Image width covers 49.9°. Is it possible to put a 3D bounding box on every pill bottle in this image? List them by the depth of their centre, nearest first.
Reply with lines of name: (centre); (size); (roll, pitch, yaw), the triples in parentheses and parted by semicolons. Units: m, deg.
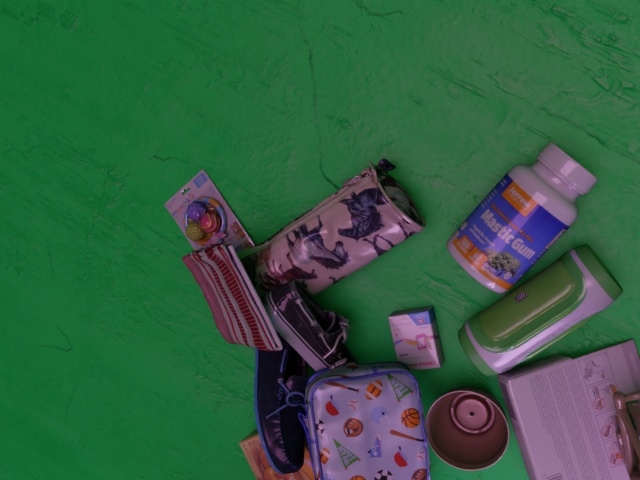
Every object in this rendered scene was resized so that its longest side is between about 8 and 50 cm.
pill bottle: (0.377, -0.046, 1.280); (0.152, 0.152, 0.272); (42, 109, 10)

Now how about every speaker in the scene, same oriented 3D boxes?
speaker: (0.411, 0.136, 1.306); (0.297, 0.131, 0.131); (-39, 84, 20)

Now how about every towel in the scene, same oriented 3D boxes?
towel: (-0.192, 0.122, 1.436); (0.037, 0.329, 0.237); (-29, 97, -22)

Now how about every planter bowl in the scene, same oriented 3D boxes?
planter bowl: (0.300, 0.362, 1.384); (0.162, 0.109, 0.162); (3, 99, 19)

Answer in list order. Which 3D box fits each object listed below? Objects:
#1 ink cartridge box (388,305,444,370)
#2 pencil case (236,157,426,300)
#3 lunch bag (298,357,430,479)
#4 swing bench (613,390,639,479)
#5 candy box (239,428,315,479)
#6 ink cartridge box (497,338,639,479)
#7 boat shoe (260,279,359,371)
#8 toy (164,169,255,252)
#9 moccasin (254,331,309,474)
ink cartridge box: (0.200, 0.206, 1.430); (0.089, 0.052, 0.122); (-12, 94, 20)
pencil case: (0.000, 0.000, 1.412); (0.410, 0.160, 0.183); (-32, 113, 21)
lunch bag: (0.085, 0.384, 1.358); (0.243, 0.115, 0.303); (-8, 93, -2)
swing bench: (0.661, 0.351, 1.183); (0.253, 0.254, 0.165); (-17, 50, 12)
candy box: (-0.001, 0.460, 1.515); (0.317, 0.087, 0.182); (-28, 88, 21)
ink cartridge box: (0.514, 0.363, 1.333); (0.261, 0.066, 0.296); (-17, 91, -5)
boat shoe: (0.009, 0.190, 1.414); (0.105, 0.113, 0.306); (-35, 116, 14)
toy: (-0.258, -0.026, 1.560); (0.137, 0.056, 0.237); (-38, 84, 19)
moccasin: (-0.068, 0.305, 1.439); (0.117, 0.138, 0.341); (-18, 65, 20)
